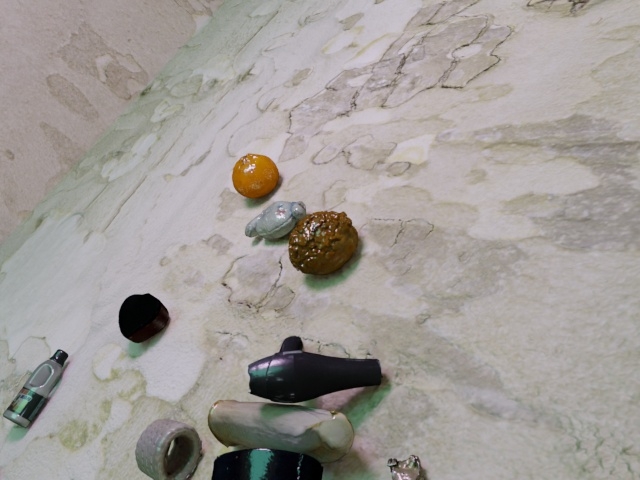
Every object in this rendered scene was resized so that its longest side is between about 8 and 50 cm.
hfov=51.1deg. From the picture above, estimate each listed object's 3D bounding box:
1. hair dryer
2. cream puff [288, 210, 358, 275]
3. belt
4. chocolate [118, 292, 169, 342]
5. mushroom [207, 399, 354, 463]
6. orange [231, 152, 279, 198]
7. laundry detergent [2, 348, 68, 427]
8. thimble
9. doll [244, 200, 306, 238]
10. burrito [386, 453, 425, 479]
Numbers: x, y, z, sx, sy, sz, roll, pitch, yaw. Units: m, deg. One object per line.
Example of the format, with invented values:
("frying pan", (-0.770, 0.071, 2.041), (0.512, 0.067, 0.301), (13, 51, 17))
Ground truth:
("hair dryer", (-0.018, 0.212, 1.244), (0.236, 0.091, 0.271), (-3, 13, -6))
("cream puff", (0.000, 0.000, 1.466), (0.165, 0.115, 0.150), (-43, 36, -4))
("belt", (-0.090, 0.392, 1.072), (0.199, 0.151, 0.078), (-15, 47, 25))
("chocolate", (-0.452, 0.209, 1.739), (0.149, 0.080, 0.125), (-7, 57, 32))
("mushroom", (-0.069, 0.325, 1.152), (0.351, 0.123, 0.094), (-13, 54, 46))
("orange", (-0.186, -0.183, 1.877), (0.136, 0.117, 0.135), (-35, 30, 23))
("laundry detergent", (-0.781, 0.405, 1.863), (0.099, 0.070, 0.225), (-11, 42, 51))
("thimble", (-0.297, 0.412, 1.314), (0.090, 0.102, 0.115), (-1, 79, 45))
("doll", (-0.108, -0.052, 1.686), (0.214, 0.071, 0.103), (-18, 31, 44))
("burrito", (0.135, 0.380, 0.951), (0.051, 0.042, 0.171), (-30, 31, 13))
